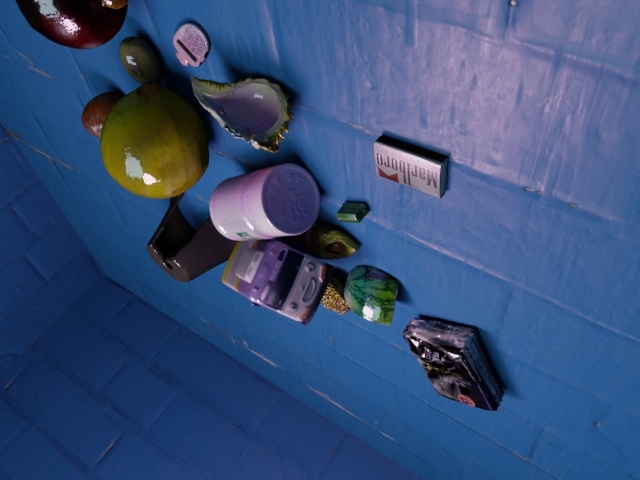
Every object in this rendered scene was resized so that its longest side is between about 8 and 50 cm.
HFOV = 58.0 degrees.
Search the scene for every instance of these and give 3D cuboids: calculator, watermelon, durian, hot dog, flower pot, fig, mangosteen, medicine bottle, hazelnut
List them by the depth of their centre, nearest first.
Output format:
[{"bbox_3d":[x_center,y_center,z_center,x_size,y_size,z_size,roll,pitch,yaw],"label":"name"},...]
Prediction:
[{"bbox_3d":[-0.617,-0.633,1.452,0.293,0.297,0.297,24,148,32],"label":"mangosteen"},{"bbox_3d":[-0.183,-0.324,1.518,0.305,0.185,0.195,33,171,23],"label":"durian"},{"bbox_3d":[-0.347,-0.523,1.553,0.103,0.024,0.166,47,149,-14],"label":"calculator"},{"bbox_3d":[-0.174,-0.109,1.739,0.326,0.212,0.212,-6,128,53],"label":"medicine bottle"},{"bbox_3d":[-0.504,-0.303,1.753,0.343,0.343,0.343,30,151,19],"label":"fig"},{"bbox_3d":[-0.001,0.006,1.815,0.262,0.093,0.123,14,142,40],"label":"hot dog"},{"bbox_3d":[0.155,0.151,1.841,0.231,0.128,0.146,28,132,27],"label":"watermelon"},{"bbox_3d":[0.052,0.193,2.006,0.146,0.102,0.208,56,-171,24],"label":"durian"},{"bbox_3d":[-0.739,-0.432,2.023,0.182,0.182,0.182,30,151,19],"label":"hazelnut"},{"bbox_3d":[-0.530,0.019,2.331,0.380,0.251,0.379,29,151,18],"label":"flower pot"}]

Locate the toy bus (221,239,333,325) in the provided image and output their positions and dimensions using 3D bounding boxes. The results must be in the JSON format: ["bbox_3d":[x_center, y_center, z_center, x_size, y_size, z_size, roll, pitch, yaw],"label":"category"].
[{"bbox_3d":[-0.155,0.110,1.870,0.249,0.209,0.440,27,174,-21],"label":"toy bus"}]

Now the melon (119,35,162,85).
[{"bbox_3d":[-0.526,-0.521,1.698,0.099,0.099,0.162,19,148,35],"label":"melon"}]

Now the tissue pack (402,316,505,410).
[{"bbox_3d":[0.418,0.397,1.834,0.245,0.123,0.332,4,135,45],"label":"tissue pack"}]

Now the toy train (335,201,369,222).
[{"bbox_3d":[0.089,-0.077,1.622,0.093,0.056,0.038,8,140,46],"label":"toy train"}]

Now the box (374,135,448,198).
[{"bbox_3d":[0.212,-0.172,1.357,0.178,0.036,0.115,24,149,28],"label":"box"}]
